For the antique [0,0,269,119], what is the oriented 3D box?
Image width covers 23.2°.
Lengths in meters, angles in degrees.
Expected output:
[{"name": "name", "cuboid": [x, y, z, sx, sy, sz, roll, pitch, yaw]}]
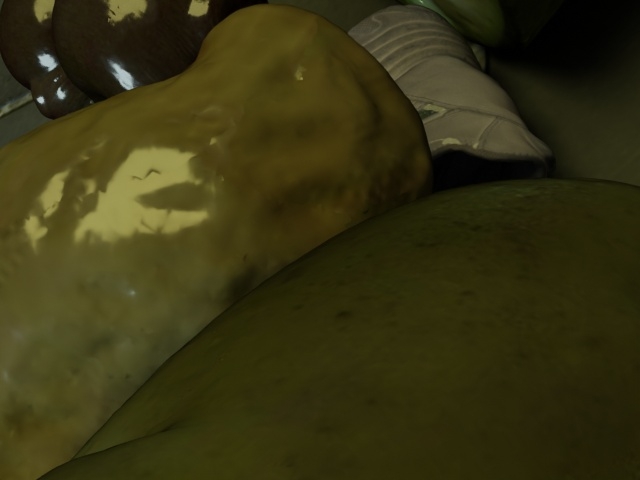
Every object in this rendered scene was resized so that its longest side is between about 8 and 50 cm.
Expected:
[{"name": "antique", "cuboid": [-0.104, -0.110, 0.887, 0.121, 0.143, 0.257, -56, 28, -4]}]

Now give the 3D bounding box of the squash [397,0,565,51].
[{"name": "squash", "cuboid": [0.116, -0.318, 0.759, 0.384, 0.263, 0.263, -51, 38, -2]}]

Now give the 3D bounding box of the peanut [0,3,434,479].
[{"name": "peanut", "cuboid": [-0.101, 0.069, 0.652, 0.192, 0.169, 0.387, 47, 110, 21]}]

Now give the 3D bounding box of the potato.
[{"name": "potato", "cuboid": [0.041, 0.123, 0.465, 0.221, 0.243, 0.326, 8, 34, 41]}]

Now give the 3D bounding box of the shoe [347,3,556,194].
[{"name": "shoe", "cuboid": [0.000, 0.000, 0.747, 0.245, 0.095, 0.137, -42, 36, 0]}]
